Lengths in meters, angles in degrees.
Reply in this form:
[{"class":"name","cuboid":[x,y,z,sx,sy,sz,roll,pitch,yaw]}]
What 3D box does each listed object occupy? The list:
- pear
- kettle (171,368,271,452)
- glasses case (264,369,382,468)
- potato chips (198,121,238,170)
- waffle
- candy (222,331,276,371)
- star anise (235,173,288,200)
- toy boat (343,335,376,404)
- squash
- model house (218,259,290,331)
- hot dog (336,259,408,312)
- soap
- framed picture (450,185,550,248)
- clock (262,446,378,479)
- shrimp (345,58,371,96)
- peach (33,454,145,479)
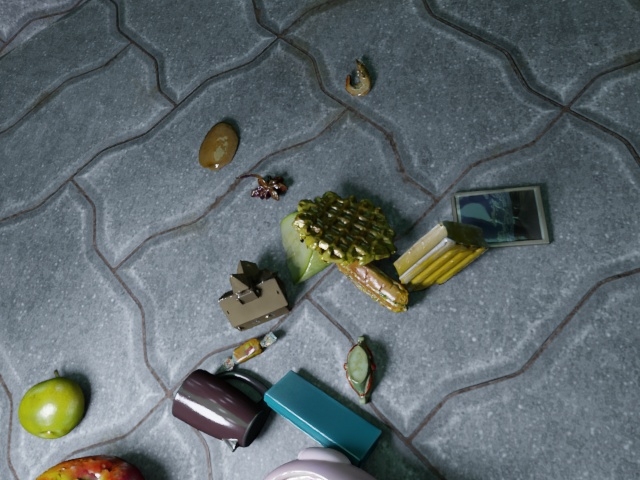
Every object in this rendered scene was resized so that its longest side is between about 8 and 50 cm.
[{"class":"pear","cuboid":[-0.787,0.475,1.509,0.180,0.166,0.216,-28,38,15]},{"class":"kettle","cuboid":[-0.255,0.453,1.393,0.232,0.144,0.202,23,42,17]},{"class":"glasses case","cuboid":[0.001,0.466,1.322,0.300,0.070,0.117,29,35,25]},{"class":"potato chips","cuboid":[-0.376,-0.349,1.848,0.150,0.049,0.202,8,73,24]},{"class":"waffle","cuboid":[0.066,-0.038,1.480,0.301,0.068,0.325,-5,39,-22]},{"class":"candy","cuboid":[-0.205,0.321,1.479,0.182,0.046,0.053,-31,64,5]},{"class":"star anise","cuboid":[-0.200,-0.188,1.712,0.190,0.070,0.098,8,69,21]},{"class":"toy boat","cuboid":[0.108,0.343,1.368,0.089,0.071,0.185,-6,63,14]},{"class":"squash","cuboid":[0.000,0.000,1.594,0.204,0.154,0.237,-39,55,37]},{"class":"model house","cuboid":[-0.211,0.127,1.458,0.180,0.248,0.176,-22,61,3]},{"class":"hot dog","cuboid":[0.146,0.112,1.443,0.072,0.115,0.269,-37,56,-26]},{"class":"soap","cuboid":[0.312,0.053,1.387,0.160,0.257,0.080,9,53,-30]},{"class":"framed picture","cuboid":[0.519,-0.064,1.484,0.259,0.023,0.189,-4,67,13]},{"class":"clock","cuboid":[0.036,0.664,1.133,0.376,0.250,0.369,-3,63,21]},{"class":"shrimp","cuboid":[0.132,-0.584,1.835,0.095,0.045,0.163,-25,64,26]},{"class":"peach","cuboid":[-0.619,0.752,1.268,0.339,0.352,0.417,38,120,34]}]
